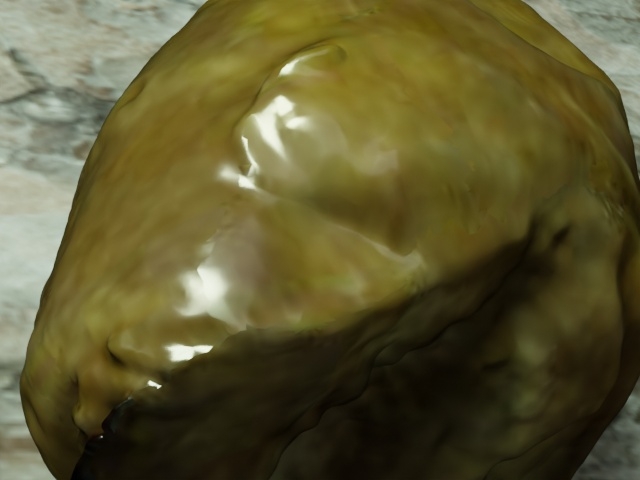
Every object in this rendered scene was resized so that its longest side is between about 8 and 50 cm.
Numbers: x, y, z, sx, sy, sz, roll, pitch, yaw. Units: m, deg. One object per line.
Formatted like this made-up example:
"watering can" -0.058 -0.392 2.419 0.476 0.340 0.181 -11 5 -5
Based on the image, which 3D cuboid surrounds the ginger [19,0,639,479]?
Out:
"ginger" 0.001 -0.003 0.619 0.269 0.200 0.223 1 42 -33
